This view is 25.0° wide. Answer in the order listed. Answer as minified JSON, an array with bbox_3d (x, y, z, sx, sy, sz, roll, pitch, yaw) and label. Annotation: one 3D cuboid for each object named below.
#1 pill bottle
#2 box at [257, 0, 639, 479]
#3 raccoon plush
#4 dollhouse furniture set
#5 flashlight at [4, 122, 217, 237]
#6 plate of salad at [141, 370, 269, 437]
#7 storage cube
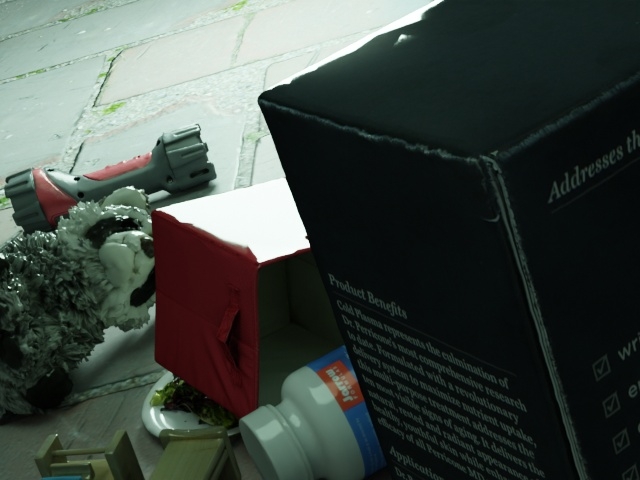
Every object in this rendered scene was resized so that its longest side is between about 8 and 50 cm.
[{"bbox_3d":[0.039,0.161,1.390,0.221,0.124,0.124,-27,27,-17],"label":"pill bottle"},{"bbox_3d":[0.278,0.014,1.119,0.480,0.471,0.297,-30,28,-23],"label":"box"},{"bbox_3d":[-0.387,0.057,1.813,0.446,0.216,0.299,1,24,35],"label":"raccoon plush"},{"bbox_3d":[-0.172,0.263,1.316,0.184,0.129,0.129,-6,28,20],"label":"dollhouse furniture set"},{"bbox_3d":[-0.316,-0.097,2.164,0.304,0.103,0.103,-20,23,0],"label":"flashlight"},{"bbox_3d":[-0.107,0.154,1.589,0.200,0.048,0.200,-16,26,8],"label":"plate of salad"},{"bbox_3d":[-0.051,0.058,1.512,0.215,0.183,0.193,-16,27,-35],"label":"storage cube"}]
